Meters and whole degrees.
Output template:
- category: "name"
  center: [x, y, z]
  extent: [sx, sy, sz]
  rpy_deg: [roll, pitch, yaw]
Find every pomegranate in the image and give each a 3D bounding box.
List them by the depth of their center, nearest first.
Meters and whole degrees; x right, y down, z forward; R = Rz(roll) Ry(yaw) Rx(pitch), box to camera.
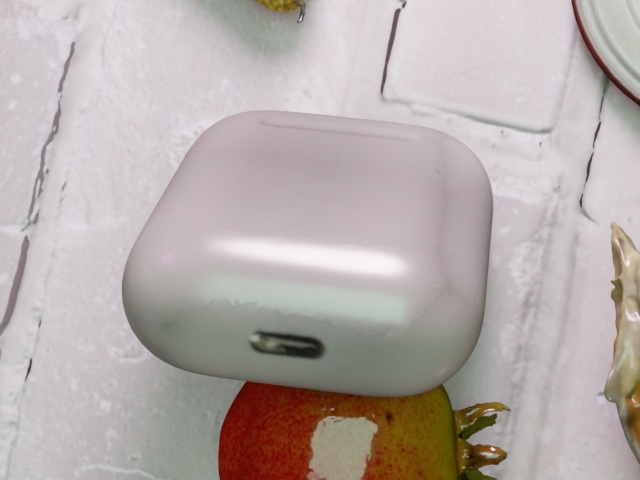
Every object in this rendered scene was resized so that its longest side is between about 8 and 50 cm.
- category: "pomegranate"
  center: [0.040, 0.186, 1.155]
  extent: [0.256, 0.221, 0.221]
  rpy_deg: [-7, 80, -3]

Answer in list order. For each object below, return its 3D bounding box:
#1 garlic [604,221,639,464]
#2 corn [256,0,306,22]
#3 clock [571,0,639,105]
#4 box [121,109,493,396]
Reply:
- category: "garlic"
  center: [0.403, 0.098, 1.128]
  extent: [0.313, 0.249, 0.286]
  rpy_deg: [2, 56, 19]
- category: "corn"
  center: [-0.107, -0.337, 1.307]
  extent: [0.101, 0.101, 0.310]
  rpy_deg: [-45, 79, -3]
- category: "clock"
  center: [0.396, -0.252, 1.259]
  extent: [0.318, 0.080, 0.318]
  rpy_deg: [-1, 80, 4]
- category: "box"
  center: [0.000, 0.001, 1.134]
  extent: [0.288, 0.349, 0.141]
  rpy_deg: [5, 117, 6]
